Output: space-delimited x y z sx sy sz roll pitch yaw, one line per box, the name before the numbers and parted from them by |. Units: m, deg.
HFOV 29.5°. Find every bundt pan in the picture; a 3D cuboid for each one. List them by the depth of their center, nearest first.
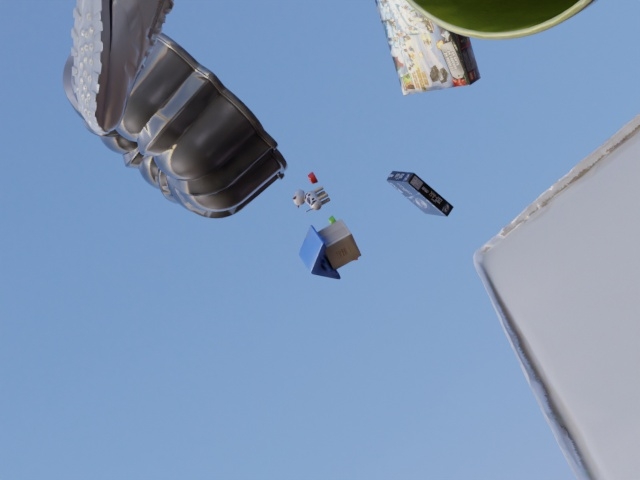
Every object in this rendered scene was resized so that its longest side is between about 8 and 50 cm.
bundt pan | -0.206 -0.150 1.598 0.124 0.331 0.331 -50 -31 -10

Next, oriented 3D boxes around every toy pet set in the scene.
toy pet set | 0.000 0.000 1.467 0.065 0.114 0.122 -29 -51 -3

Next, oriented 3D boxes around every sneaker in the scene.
sneaker | -0.193 -0.222 1.218 0.095 0.090 0.235 -1 -75 -34

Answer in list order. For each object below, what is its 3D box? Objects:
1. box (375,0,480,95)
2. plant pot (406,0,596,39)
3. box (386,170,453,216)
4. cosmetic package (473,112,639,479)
box | 0.117 -0.235 1.361 0.027 0.094 0.137 -36 -65 -44
plant pot | 0.229 -0.341 1.165 0.293 0.275 0.275 -21 -34 -54
box | 0.141 -0.067 1.731 0.083 0.067 0.018 39 -101 -23
cosmetic package | 0.208 0.072 0.432 0.153 0.129 0.296 -39 -54 14
